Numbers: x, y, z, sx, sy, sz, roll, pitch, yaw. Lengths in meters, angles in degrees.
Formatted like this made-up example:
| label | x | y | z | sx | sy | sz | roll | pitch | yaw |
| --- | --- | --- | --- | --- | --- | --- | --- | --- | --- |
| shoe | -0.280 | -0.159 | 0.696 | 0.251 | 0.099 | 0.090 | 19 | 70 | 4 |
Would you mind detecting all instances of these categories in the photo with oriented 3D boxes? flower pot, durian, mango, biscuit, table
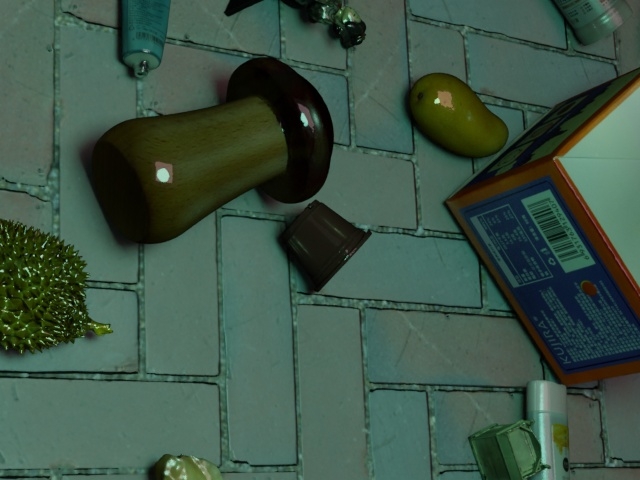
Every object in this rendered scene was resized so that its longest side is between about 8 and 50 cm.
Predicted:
| label | x | y | z | sx | sy | sz | roll | pitch | yaw |
| --- | --- | --- | --- | --- | --- | --- | --- | --- | --- |
| flower pot | 0.000 | 0.000 | 1.718 | 0.089 | 0.111 | 0.111 | 43 | 57 | 0 |
| durian | -0.320 | 0.061 | 1.479 | 0.208 | 0.102 | 0.146 | 37 | 55 | -26 |
| mango | 0.203 | -0.178 | 1.905 | 0.184 | 0.084 | 0.102 | 32 | 58 | -35 |
| biscuit | -0.133 | 0.332 | 1.559 | 0.183 | 0.061 | 0.118 | 33 | 64 | -21 |
| table | 0.267 | 0.298 | 1.823 | 0.062 | 0.083 | 0.079 | -18 | 88 | -36 |

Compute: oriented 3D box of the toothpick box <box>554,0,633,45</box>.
| label | x | y | z | sx | sy | sz | roll | pitch | yaw |
| --- | --- | --- | --- | --- | --- | --- | --- | --- | --- |
| toothpick box | 0.424 | -0.403 | 2.101 | 0.149 | 0.098 | 0.098 | 53 | 56 | -13 |

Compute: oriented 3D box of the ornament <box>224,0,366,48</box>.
| label | x | y | z | sx | sy | sz | roll | pitch | yaw |
| --- | --- | --- | --- | --- | --- | --- | --- | --- | --- |
| ornament | 0.008 | -0.338 | 1.786 | 0.196 | 0.153 | 0.166 | 37 | 61 | -32 |

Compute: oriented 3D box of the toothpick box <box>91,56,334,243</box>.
| label | x | y | z | sx | sy | sz | roll | pitch | yaw |
| --- | --- | --- | --- | --- | --- | --- | --- | --- | --- |
| toothpick box | -0.123 | -0.110 | 1.607 | 0.294 | 0.192 | 0.192 | -23 | 91 | -31 |

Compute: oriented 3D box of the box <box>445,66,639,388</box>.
| label | x | y | z | sx | sy | sz | roll | pitch | yaw |
| --- | --- | --- | --- | --- | --- | --- | --- | --- | --- |
| box | 0.426 | -0.021 | 1.909 | 0.318 | 0.257 | 0.349 | -41 | 101 | -36 |

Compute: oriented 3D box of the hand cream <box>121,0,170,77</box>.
| label | x | y | z | sx | sy | sz | roll | pitch | yaw |
| --- | --- | --- | --- | --- | --- | --- | --- | --- | --- |
| hand cream | -0.227 | -0.313 | 1.677 | 0.083 | 0.048 | 0.224 | 16 | 63 | -31 |

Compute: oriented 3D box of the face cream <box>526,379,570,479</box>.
| label | x | y | z | sx | sy | sz | roll | pitch | yaw |
| --- | --- | --- | --- | --- | --- | --- | --- | --- | --- |
| face cream | 0.330 | 0.304 | 1.878 | 0.084 | 0.057 | 0.198 | 20 | 67 | -52 |
